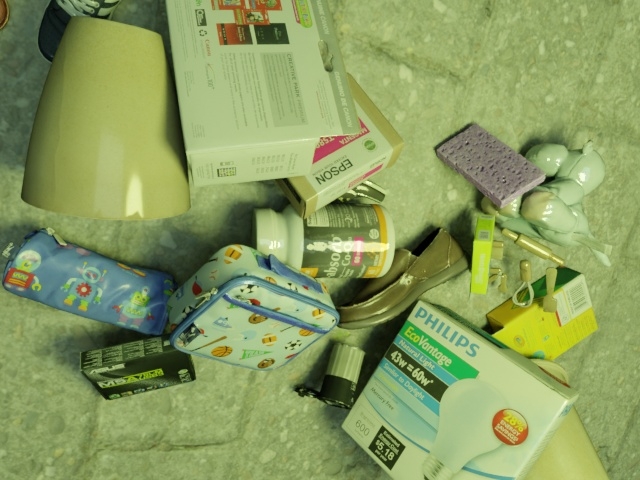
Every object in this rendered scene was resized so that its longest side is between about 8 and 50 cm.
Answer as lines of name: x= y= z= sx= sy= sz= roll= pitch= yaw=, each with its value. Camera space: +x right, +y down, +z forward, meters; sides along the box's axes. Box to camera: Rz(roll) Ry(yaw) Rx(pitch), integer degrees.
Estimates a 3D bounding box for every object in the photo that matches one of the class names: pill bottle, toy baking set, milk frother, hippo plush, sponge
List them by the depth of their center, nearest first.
pill bottle: x=0.000 y=0.000 z=0.943 sx=0.278 sy=0.162 sz=0.162 roll=0 pitch=106 yaw=-14
sponge: x=0.370 y=-0.169 z=0.999 sx=0.117 sy=0.210 sz=0.031 roll=-34 pitch=146 yaw=-7
hippo plush: x=0.545 y=-0.123 z=1.034 sx=0.234 sy=0.294 sz=0.236 roll=31 pitch=84 yaw=-54
milk frother: x=0.022 y=0.322 z=1.089 sx=0.143 sy=0.129 sz=0.134 roll=15 pitch=63 yaw=8
toy baking set: x=0.500 y=0.077 z=1.134 sx=0.256 sy=0.030 sz=0.196 roll=26 pitch=132 yaw=8

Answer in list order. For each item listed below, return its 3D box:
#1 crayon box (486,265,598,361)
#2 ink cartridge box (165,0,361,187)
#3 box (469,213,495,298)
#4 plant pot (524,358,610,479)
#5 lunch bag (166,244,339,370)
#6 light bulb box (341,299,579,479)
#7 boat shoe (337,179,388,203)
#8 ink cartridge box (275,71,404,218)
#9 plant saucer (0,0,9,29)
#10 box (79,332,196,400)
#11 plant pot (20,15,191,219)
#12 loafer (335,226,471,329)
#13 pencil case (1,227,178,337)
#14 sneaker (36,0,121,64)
crayon box: x=0.594 y=0.237 z=1.249 sx=0.319 sy=0.081 sz=0.202 roll=-30 pitch=113 yaw=-8
ink cartridge box: x=-0.103 y=-0.267 z=0.768 sx=0.272 sy=0.130 sz=0.309 roll=-8 pitch=74 yaw=-12
box: x=0.380 y=0.041 z=1.068 sx=0.042 sy=0.109 sz=0.178 roll=6 pitch=130 yaw=21
plant pot: x=0.544 y=0.526 z=1.140 sx=0.334 sy=0.305 sz=0.333 roll=-6 pitch=129 yaw=-7
lunch bag: x=-0.123 y=0.135 z=0.858 sx=0.243 sy=0.115 sz=0.303 roll=-39 pitch=138 yaw=22
light bulb box: x=0.309 y=0.385 z=1.026 sx=0.225 sy=0.358 sz=0.361 roll=22 pitch=99 yaw=-54
boat shoe: x=0.034 y=-0.121 z=0.968 sx=0.228 sy=0.081 sz=0.068 roll=20 pitch=96 yaw=-14
ink cartridge box: x=0.010 y=-0.186 z=0.872 sx=0.235 sy=0.088 sz=0.193 roll=-33 pitch=77 yaw=-17
plant saucer: x=-0.555 y=-0.382 z=0.738 sx=0.083 sy=0.013 sz=0.083 roll=-5 pitch=107 yaw=-16
box: x=-0.359 y=0.258 z=0.919 sx=0.191 sy=0.045 sz=0.184 roll=-9 pitch=148 yaw=-15
plant pot: x=-0.329 y=-0.197 z=0.728 sx=0.257 sy=0.256 sz=0.274 roll=5 pitch=105 yaw=-19
loafer: x=0.175 y=0.083 z=1.060 sx=0.366 sy=0.134 sz=0.130 roll=-29 pitch=92 yaw=-19
pencil case: x=-0.423 y=0.079 z=0.858 sx=0.306 sy=0.119 sz=0.133 roll=25 pitch=95 yaw=-23
sneaker: x=-0.363 y=-0.401 z=0.717 sx=0.099 sy=0.153 sz=0.282 roll=39 pitch=91 yaw=-23
